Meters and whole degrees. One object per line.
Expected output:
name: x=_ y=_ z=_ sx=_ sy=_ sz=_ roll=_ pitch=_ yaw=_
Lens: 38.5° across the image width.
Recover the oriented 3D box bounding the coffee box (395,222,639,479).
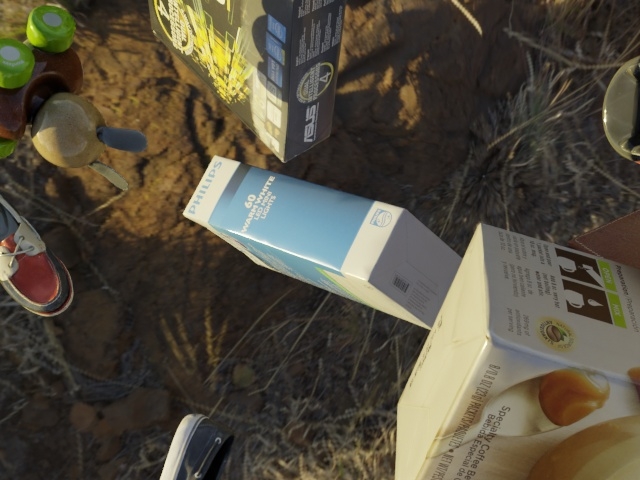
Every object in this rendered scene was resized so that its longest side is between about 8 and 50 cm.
coffee box: x=0.177 y=0.102 z=0.480 sx=0.247 sy=0.098 sz=0.141 roll=15 pitch=124 yaw=-4

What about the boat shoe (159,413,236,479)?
boat shoe: x=-0.154 y=0.326 z=1.096 sx=0.076 sy=0.080 sz=0.228 roll=11 pitch=74 yaw=22

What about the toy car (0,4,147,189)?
toy car: x=-0.284 y=-0.141 z=1.049 sx=0.188 sy=0.149 sz=0.155 roll=34 pitch=140 yaw=-1

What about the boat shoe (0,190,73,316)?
boat shoe: x=-0.248 y=0.004 z=0.737 sx=0.049 sy=0.043 sz=0.137 roll=-35 pitch=66 yaw=-14

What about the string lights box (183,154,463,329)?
string lights box: x=0.000 y=0.000 z=0.904 sx=0.260 sy=0.133 sz=0.076 roll=19 pitch=78 yaw=42

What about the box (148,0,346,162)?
box: x=-0.101 y=-0.333 z=1.120 sx=0.097 sy=0.395 sz=0.318 roll=-34 pitch=64 yaw=-26

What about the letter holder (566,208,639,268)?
letter holder: x=0.390 y=0.062 z=0.782 sx=0.215 sy=0.302 sz=0.152 roll=-26 pitch=110 yaw=-4

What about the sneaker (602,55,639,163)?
sneaker: x=0.350 y=-0.084 z=0.641 sx=0.276 sy=0.135 sz=0.097 roll=13 pitch=105 yaw=37
